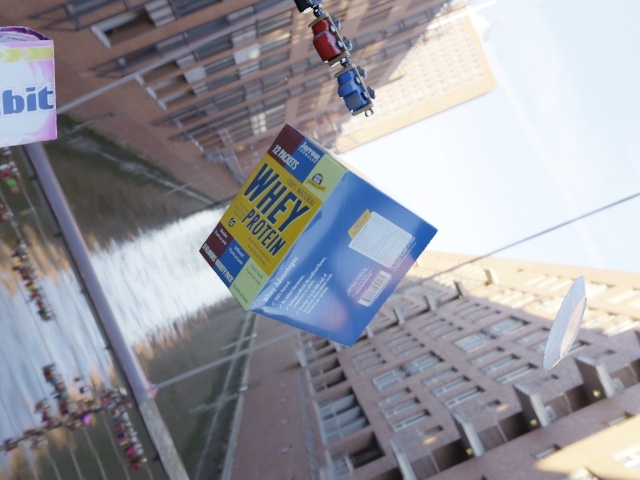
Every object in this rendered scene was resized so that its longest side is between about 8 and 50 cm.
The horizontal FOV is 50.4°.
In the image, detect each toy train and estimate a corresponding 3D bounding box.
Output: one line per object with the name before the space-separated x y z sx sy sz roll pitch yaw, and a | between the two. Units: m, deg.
toy train | 0.010 -0.189 0.647 0.158 0.027 0.036 62 33 -7

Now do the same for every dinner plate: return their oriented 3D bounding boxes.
dinner plate | 0.340 0.116 0.932 0.017 0.141 0.141 21 -32 31

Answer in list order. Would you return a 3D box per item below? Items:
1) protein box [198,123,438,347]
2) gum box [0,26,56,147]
protein box | 0.000 0.000 0.859 0.201 0.199 0.136 28 12 -45
gum box | -0.362 -0.145 0.664 0.062 0.188 0.107 30 -56 34
